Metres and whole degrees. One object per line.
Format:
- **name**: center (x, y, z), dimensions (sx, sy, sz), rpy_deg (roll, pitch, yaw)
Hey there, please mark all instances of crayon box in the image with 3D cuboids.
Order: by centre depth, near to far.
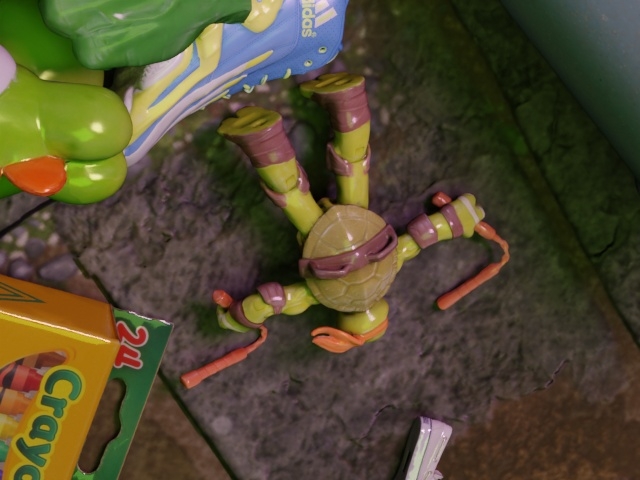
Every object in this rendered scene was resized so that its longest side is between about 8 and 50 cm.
- **crayon box**: center (-0.281, 0.118, 1.459), dimensions (0.318, 0.081, 0.202), rpy_deg (15, 107, -17)

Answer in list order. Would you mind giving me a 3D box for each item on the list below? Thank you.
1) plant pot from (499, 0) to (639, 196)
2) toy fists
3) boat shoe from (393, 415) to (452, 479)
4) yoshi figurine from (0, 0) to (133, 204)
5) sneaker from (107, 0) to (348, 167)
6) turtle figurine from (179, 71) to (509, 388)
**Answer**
- **plant pot**: center (0.275, -0.188, 1.336), dimensions (0.341, 0.341, 0.334), rpy_deg (-43, 104, 7)
- **toy fists**: center (-0.148, -0.246, 1.292), dimensions (0.142, 0.096, 0.279), rpy_deg (-13, 88, -21)
- **boat shoe**: center (0.080, 0.189, 1.587), dimensions (0.035, 0.035, 0.100), rpy_deg (14, 101, -14)
- **yoshi figurine**: center (-0.299, -0.115, 1.342), dimensions (0.362, 0.203, 0.203), rpy_deg (13, 73, -3)
- **sneaker**: center (-0.056, -0.131, 1.400), dimensions (0.126, 0.091, 0.240), rpy_deg (31, 102, -22)
- **turtle figurine**: center (0.000, 0.000, 1.465), dimensions (0.269, 0.087, 0.217), rpy_deg (-21, 114, -3)
